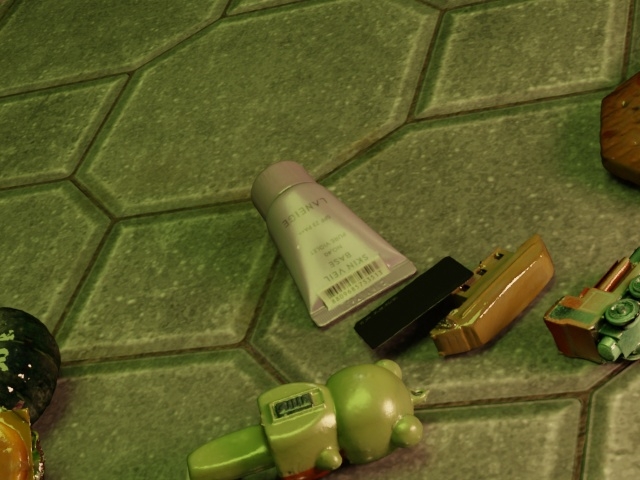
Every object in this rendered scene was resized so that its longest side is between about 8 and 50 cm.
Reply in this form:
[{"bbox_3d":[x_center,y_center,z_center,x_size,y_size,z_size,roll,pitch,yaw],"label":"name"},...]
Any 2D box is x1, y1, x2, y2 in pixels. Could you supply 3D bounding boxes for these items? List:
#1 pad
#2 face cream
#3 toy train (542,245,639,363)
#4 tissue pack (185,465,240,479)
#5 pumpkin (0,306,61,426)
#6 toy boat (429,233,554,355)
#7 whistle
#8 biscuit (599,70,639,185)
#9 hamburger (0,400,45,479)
[{"bbox_3d":[0.115,0.076,1.738,0.157,0.003,0.112,-37,17,-3],"label":"pad"},{"bbox_3d":[0.000,0.000,1.897,0.154,0.096,0.274,-29,47,-12],"label":"face cream"},{"bbox_3d":[0.354,0.066,1.596,0.118,0.074,0.176,14,52,47],"label":"toy train"},{"bbox_3d":[-0.125,0.287,1.611,0.062,0.042,0.083,-18,34,11],"label":"tissue pack"},{"bbox_3d":[-0.451,0.183,1.851,0.212,0.152,0.211,-26,32,17],"label":"pumpkin"},{"bbox_3d":[0.208,0.067,1.695,0.200,0.057,0.077,-42,33,-23],"label":"toy boat"},{"bbox_3d":[-0.012,0.218,1.573,0.289,0.106,0.131,-20,39,0],"label":"whistle"},{"bbox_3d":[0.537,-0.167,1.819,0.359,0.046,0.359,-17,35,12],"label":"biscuit"},{"bbox_3d":[-0.416,0.290,1.710,0.164,0.093,0.189,3,73,7],"label":"hamburger"}]
